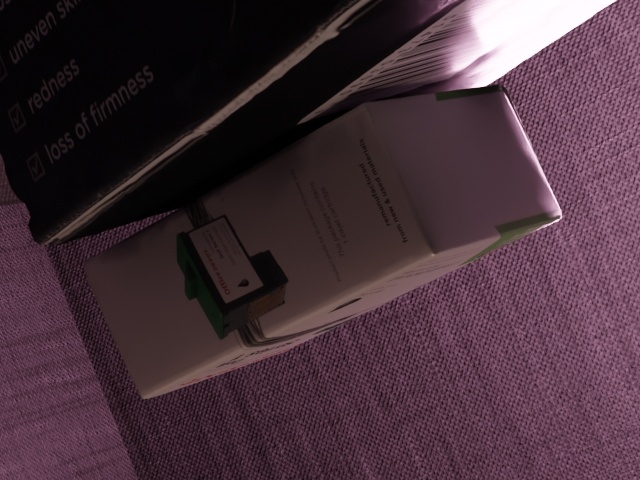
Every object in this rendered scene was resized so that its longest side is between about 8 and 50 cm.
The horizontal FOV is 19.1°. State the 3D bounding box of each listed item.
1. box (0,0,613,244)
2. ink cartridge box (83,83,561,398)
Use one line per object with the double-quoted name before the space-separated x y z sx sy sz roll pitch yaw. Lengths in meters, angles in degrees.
"box" -0.018 -0.316 0.973 0.297 0.472 0.480 -19 173 -38
"ink cartridge box" 0.000 0.000 1.083 0.219 0.093 0.160 -28 172 33
